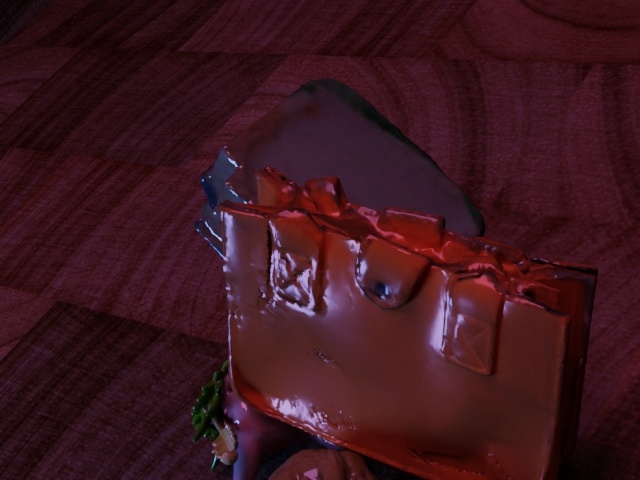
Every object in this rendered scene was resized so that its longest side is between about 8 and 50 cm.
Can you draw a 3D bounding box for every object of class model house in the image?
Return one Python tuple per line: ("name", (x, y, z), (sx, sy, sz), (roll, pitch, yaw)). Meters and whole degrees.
("model house", (0.000, 0.000, 1.635), (0.245, 0.312, 0.280), (-44, -8, -29))

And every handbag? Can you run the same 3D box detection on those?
("handbag", (0.083, 0.106, 1.362), (0.410, 0.304, 0.116), (18, 39, 27))

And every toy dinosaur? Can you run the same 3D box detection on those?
("toy dinosaur", (-0.057, 0.238, 1.555), (0.177, 0.152, 0.194), (33, 56, 21))

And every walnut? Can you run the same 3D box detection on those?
("walnut", (0.004, 0.307, 1.380), (0.166, 0.149, 0.167), (7, 42, -6))
